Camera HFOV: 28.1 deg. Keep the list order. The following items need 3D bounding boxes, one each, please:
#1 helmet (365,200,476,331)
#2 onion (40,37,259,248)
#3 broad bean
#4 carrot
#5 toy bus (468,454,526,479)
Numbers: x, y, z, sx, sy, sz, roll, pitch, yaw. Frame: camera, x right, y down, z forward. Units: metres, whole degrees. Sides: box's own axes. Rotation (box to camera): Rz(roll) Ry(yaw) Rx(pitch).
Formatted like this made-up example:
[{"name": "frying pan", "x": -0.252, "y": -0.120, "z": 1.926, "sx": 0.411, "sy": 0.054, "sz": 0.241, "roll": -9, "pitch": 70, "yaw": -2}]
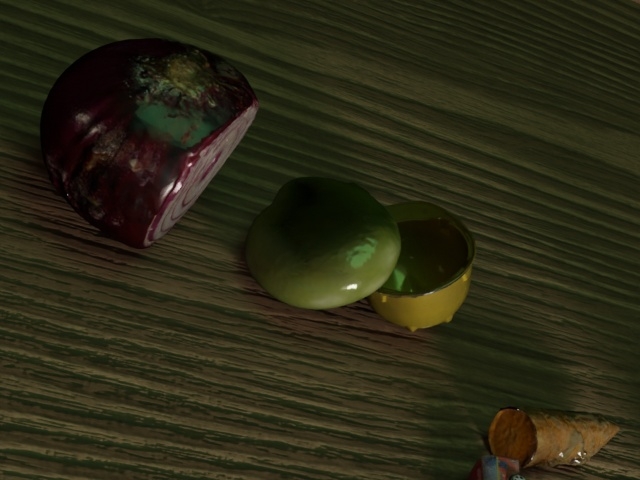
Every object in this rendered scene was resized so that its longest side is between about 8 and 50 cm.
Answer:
[{"name": "helmet", "x": 0.149, "y": 0.062, "z": 2.031, "sx": 0.205, "sy": 0.140, "sz": 0.257, "roll": -14, "pitch": 31, "yaw": -2}, {"name": "onion", "x": -0.266, "y": -0.160, "z": 1.854, "sx": 0.260, "sy": 0.282, "sz": 0.336, "roll": 34, "pitch": 48, "yaw": 4}, {"name": "broad bean", "x": 0.000, "y": 0.000, "z": 1.957, "sx": 0.238, "sy": 0.119, "sz": 0.291, "roll": -13, "pitch": 35, "yaw": -7}, {"name": "carrot", "x": 0.376, "y": 0.298, "z": 1.974, "sx": 0.263, "sy": 0.102, "sz": 0.102, "roll": 2, "pitch": 46, "yaw": -40}, {"name": "toy bus", "x": 0.249, "y": 0.385, "z": 1.788, "sx": 0.077, "sy": 0.065, "sz": 0.192, "roll": 17, "pitch": 37, "yaw": -11}]
